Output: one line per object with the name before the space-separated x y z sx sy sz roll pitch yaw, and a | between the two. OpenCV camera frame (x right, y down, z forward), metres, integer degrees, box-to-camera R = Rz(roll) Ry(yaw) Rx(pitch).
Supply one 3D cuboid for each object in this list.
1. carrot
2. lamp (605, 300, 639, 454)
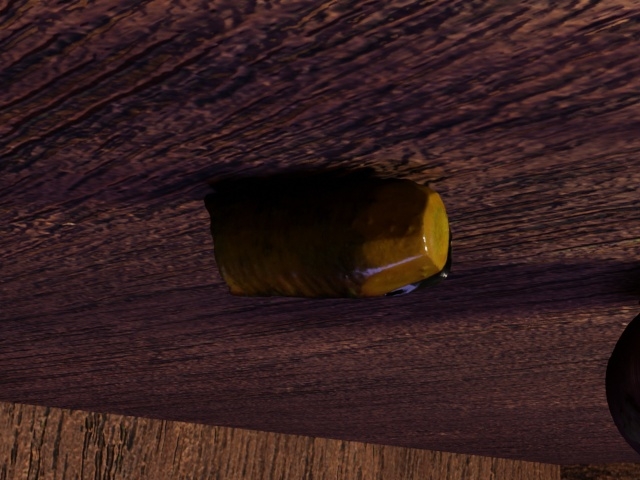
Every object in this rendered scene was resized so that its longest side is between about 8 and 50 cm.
carrot | 0.000 0.000 0.923 0.173 0.082 0.082 -5 165 23
lamp | 0.330 0.111 1.175 0.180 0.180 0.258 2 169 1
